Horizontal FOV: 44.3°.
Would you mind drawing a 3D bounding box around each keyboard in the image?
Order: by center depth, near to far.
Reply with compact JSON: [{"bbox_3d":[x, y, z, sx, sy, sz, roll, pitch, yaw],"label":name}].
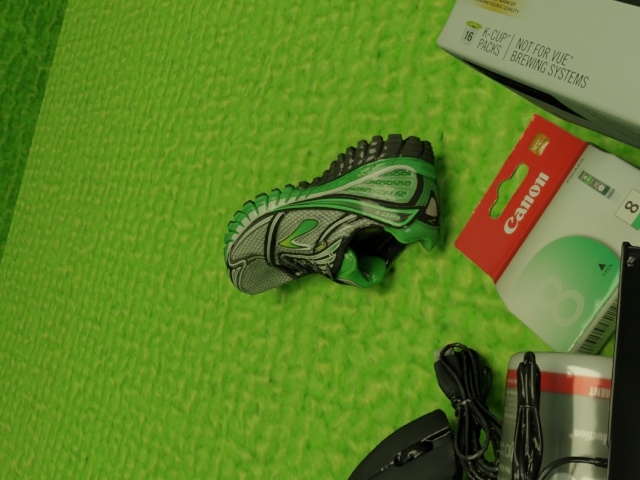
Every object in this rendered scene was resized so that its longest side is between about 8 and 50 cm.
[{"bbox_3d":[0.221,0.158,0.549,0.201,0.033,0.317,5,79,14],"label":"keyboard"}]

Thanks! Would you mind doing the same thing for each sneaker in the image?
[{"bbox_3d":[0.000,0.000,0.984,0.343,0.134,0.146,-28,58,39],"label":"sneaker"}]

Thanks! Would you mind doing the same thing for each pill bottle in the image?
[{"bbox_3d":[0.220,0.240,0.633,0.161,0.161,0.283,-4,75,48],"label":"pill bottle"}]

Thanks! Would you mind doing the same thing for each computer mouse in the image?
[{"bbox_3d":[0.084,0.244,0.820,0.272,0.072,0.188,-59,17,23],"label":"computer mouse"}]

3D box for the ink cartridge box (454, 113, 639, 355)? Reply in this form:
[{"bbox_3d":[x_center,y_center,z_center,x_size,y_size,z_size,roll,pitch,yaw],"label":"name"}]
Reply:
[{"bbox_3d":[0.232,-0.015,0.789,0.224,0.056,0.181,46,112,44],"label":"ink cartridge box"}]

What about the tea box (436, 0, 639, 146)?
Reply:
[{"bbox_3d":[0.328,-0.222,0.618,0.329,0.220,0.323,41,109,47],"label":"tea box"}]
